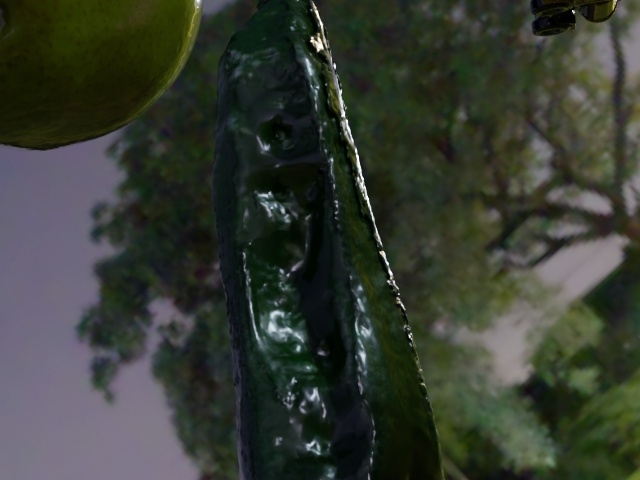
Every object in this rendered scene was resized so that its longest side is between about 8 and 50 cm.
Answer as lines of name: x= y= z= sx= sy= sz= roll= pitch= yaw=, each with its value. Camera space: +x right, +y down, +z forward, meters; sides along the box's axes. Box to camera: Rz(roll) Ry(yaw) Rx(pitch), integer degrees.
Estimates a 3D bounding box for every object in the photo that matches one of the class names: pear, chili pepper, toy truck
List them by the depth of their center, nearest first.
chili pepper: x=0.000 y=0.000 z=0.536 sx=0.088 sy=0.226 sz=0.059 roll=13 pitch=-28 yaw=-42
toy truck: x=0.142 y=-0.149 z=0.802 sx=0.054 sy=0.049 sz=0.083 roll=-7 pitch=-7 yaw=9
pear: x=-0.170 y=-0.145 z=0.858 sx=0.187 sy=0.187 sz=0.220 roll=-51 pitch=-9 yaw=34
